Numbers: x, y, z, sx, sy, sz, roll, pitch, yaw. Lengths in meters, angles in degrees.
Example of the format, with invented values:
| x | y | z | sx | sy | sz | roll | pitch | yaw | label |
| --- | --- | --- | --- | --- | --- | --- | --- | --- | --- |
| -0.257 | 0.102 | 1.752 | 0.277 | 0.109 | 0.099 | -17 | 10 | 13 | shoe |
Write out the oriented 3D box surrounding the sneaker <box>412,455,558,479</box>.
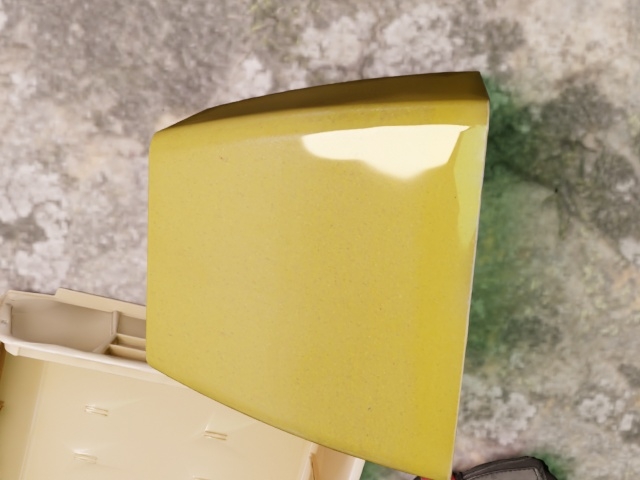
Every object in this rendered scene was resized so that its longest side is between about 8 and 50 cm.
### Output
| x | y | z | sx | sy | sz | roll | pitch | yaw | label |
| --- | --- | --- | --- | --- | --- | --- | --- | --- | --- |
| 0.176 | 0.281 | 0.737 | 0.135 | 0.097 | 0.276 | -25 | 105 | 4 | sneaker |

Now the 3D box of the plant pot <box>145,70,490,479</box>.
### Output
| x | y | z | sx | sy | sz | roll | pitch | yaw | label |
| --- | --- | --- | --- | --- | --- | --- | --- | --- | --- |
| 0.000 | 0.000 | 0.601 | 0.187 | 0.212 | 0.212 | 6 | 105 | 7 | plant pot |

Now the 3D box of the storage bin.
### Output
| x | y | z | sx | sy | sz | roll | pitch | yaw | label |
| --- | --- | --- | --- | --- | --- | --- | --- | --- | --- |
| -0.127 | 0.189 | 0.672 | 0.260 | 0.123 | 0.262 | 13 | 104 | -9 | storage bin |
